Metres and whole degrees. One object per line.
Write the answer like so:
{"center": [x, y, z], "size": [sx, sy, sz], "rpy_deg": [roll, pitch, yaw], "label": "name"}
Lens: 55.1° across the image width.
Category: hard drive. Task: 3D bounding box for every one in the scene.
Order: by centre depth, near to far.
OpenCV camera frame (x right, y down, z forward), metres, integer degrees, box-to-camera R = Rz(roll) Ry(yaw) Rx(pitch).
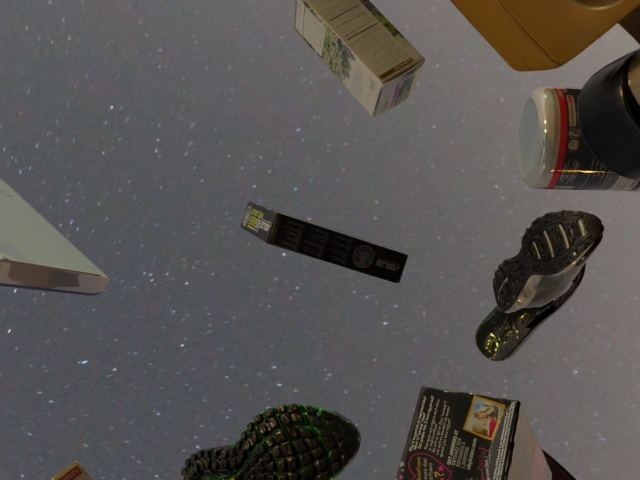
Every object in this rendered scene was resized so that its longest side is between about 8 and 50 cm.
{"center": [-0.483, -0.032, 0.893], "size": [0.319, 0.210, 0.040], "rpy_deg": [36, -85, 23], "label": "hard drive"}

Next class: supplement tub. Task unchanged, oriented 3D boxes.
{"center": [0.519, -0.186, 1.130], "size": [0.272, 0.191, 0.191], "rpy_deg": [2, -106, 5], "label": "supplement tub"}

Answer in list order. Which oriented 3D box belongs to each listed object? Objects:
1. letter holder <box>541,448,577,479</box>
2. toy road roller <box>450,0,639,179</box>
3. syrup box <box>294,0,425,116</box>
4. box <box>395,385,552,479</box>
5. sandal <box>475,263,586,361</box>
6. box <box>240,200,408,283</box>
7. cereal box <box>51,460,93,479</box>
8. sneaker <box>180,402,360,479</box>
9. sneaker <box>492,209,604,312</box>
{"center": [0.366, 0.443, 1.211], "size": [0.302, 0.214, 0.152], "rpy_deg": [41, -156, -10], "label": "letter holder"}
{"center": [0.243, -0.225, 0.413], "size": [0.329, 0.202, 0.240], "rpy_deg": [45, -114, -1], "label": "toy road roller"}
{"center": [0.061, -0.335, 1.043], "size": [0.096, 0.093, 0.237], "rpy_deg": [-35, -106, -17], "label": "syrup box"}
{"center": [0.213, 0.335, 0.838], "size": [0.247, 0.142, 0.163], "rpy_deg": [56, -134, -40], "label": "box"}
{"center": [0.592, 0.163, 1.745], "size": [0.107, 0.167, 0.445], "rpy_deg": [12, -66, -46], "label": "sandal"}
{"center": [0.000, 0.000, 1.178], "size": [0.270, 0.216, 0.060], "rpy_deg": [17, -87, -22], "label": "box"}
{"center": [-0.288, 0.443, 0.865], "size": [0.240, 0.173, 0.047], "rpy_deg": [39, -133, 22], "label": "cereal box"}
{"center": [-0.071, 0.349, 0.993], "size": [0.146, 0.344, 0.134], "rpy_deg": [12, -124, -50], "label": "sneaker"}
{"center": [0.385, 0.035, 1.016], "size": [0.108, 0.271, 0.100], "rpy_deg": [0, -119, -12], "label": "sneaker"}
